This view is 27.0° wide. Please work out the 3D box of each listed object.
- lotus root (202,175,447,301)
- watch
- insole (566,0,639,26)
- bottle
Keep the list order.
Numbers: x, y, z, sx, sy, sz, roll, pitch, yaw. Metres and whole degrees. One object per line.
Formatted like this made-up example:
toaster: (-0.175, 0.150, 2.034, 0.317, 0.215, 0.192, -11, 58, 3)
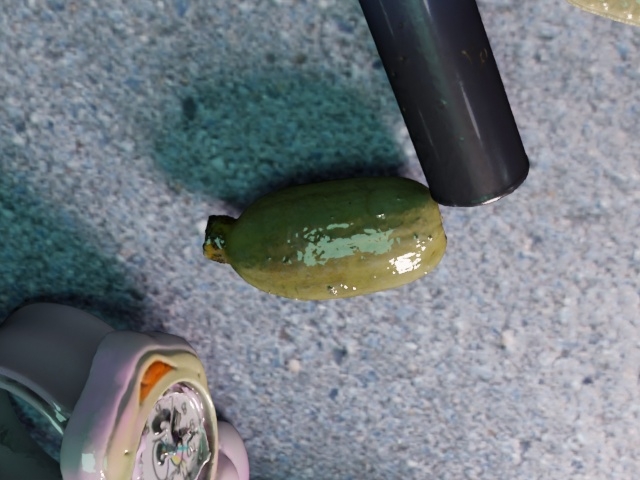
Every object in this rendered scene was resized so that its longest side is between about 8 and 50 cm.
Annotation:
lotus root: (0.000, 0.001, 0.967, 0.183, 0.077, 0.090, -4, 123, 10)
watch: (-0.191, 0.172, 1.065, 0.217, 0.211, 0.248, 2, 117, 28)
insole: (0.273, -0.147, 0.872, 0.247, 0.011, 0.081, 18, 124, -4)
bottle: (0.067, -0.138, 0.871, 0.082, 0.072, 0.244, 2, 128, 36)
